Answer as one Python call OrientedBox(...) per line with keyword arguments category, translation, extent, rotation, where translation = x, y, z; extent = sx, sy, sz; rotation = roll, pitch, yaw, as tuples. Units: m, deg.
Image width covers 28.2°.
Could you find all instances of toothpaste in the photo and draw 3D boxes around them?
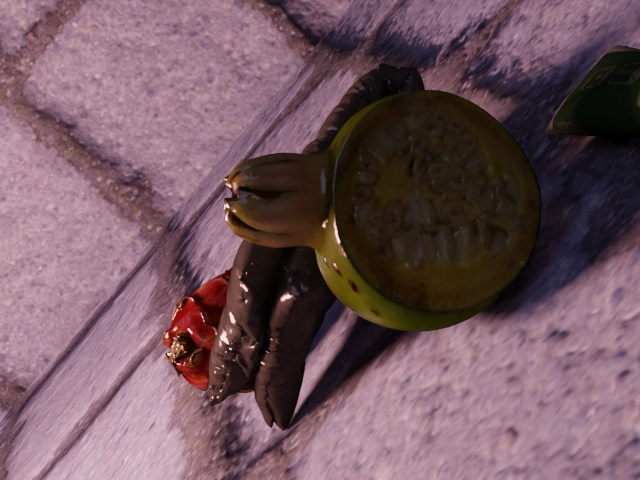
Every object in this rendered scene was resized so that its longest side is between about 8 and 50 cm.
OrientedBox(category="toothpaste", translation=(0.260, -0.106, 0.950), extent=(0.099, 0.061, 0.392), rotation=(-50, 11, 1))

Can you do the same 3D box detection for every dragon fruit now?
OrientedBox(category="dragon fruit", translation=(-0.059, 0.072, 1.381), extent=(0.246, 0.125, 0.125), rotation=(-39, -2, -15))

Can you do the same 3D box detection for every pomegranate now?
OrientedBox(category="pomegranate", translation=(0.051, -0.009, 1.041), extent=(0.240, 0.190, 0.159), rotation=(-24, -4, -18))

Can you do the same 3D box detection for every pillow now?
OrientedBox(category="pillow", translation=(0.000, 0.000, 1.241), extent=(0.228, 0.101, 0.326), rotation=(106, -170, -51))
